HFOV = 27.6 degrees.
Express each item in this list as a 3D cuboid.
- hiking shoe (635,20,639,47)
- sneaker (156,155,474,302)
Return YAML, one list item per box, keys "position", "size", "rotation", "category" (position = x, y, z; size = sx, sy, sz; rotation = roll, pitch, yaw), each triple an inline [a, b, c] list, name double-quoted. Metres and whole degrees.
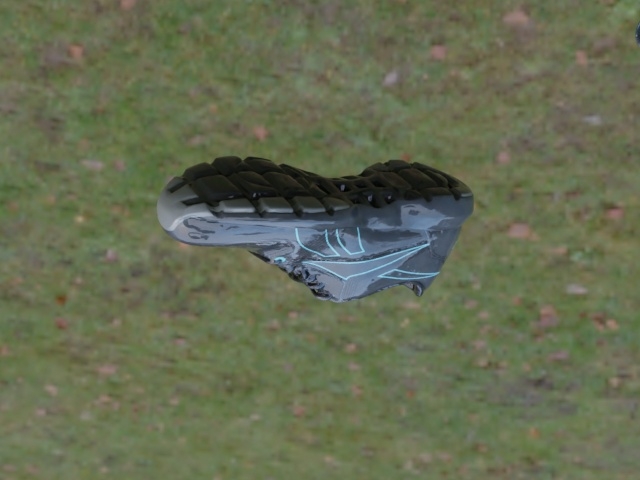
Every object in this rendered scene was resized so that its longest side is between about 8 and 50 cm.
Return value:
- position: [0.226, -0.149, 0.432]
  size: [0.304, 0.113, 0.132]
  rotation: [-2, 116, 52]
  category: "hiking shoe"
- position: [0.000, 0.000, 0.984]
  size: [0.267, 0.101, 0.106]
  rotation: [1, 117, -31]
  category: "sneaker"
